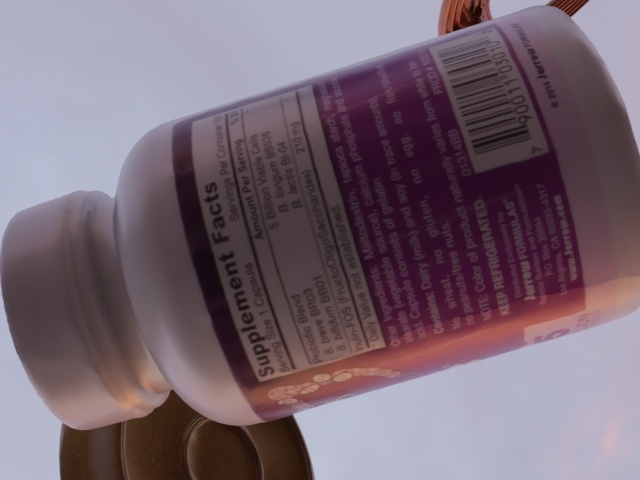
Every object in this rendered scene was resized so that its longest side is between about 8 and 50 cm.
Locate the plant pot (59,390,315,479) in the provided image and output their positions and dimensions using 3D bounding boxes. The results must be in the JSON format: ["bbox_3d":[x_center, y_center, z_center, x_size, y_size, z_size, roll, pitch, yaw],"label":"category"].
[{"bbox_3d":[-0.079,0.167,0.638,0.236,0.032,0.236,33,-140,-34],"label":"plant pot"}]

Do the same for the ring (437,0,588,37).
[{"bbox_3d":[0.247,-0.288,0.833,0.337,0.336,0.032,-34,-112,-19],"label":"ring"}]

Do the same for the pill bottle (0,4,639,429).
[{"bbox_3d":[0.000,0.000,0.464,0.302,0.169,0.169,-17,-78,5],"label":"pill bottle"}]
